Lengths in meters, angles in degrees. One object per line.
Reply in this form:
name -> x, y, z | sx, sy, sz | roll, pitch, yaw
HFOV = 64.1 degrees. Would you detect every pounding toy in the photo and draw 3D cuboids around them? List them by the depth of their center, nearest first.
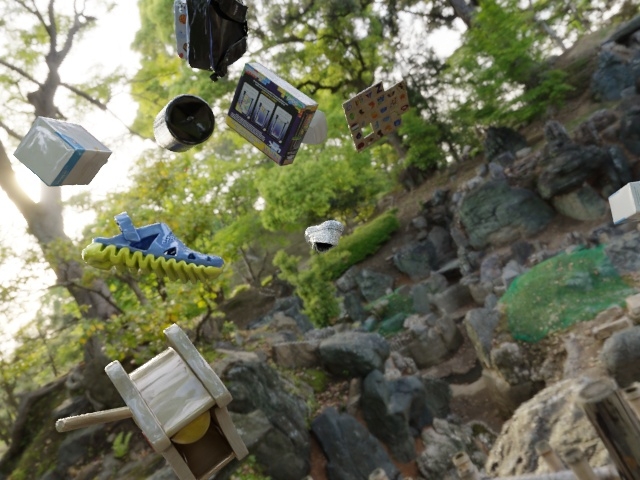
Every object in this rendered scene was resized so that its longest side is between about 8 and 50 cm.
pounding toy -> -0.178, 0.212, 0.553 | 0.155, 0.154, 0.269 | -33, -11, -25

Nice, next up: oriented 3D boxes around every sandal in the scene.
sandal -> -0.383, 0.017, 1.212 | 0.317, 0.138, 0.126 | 14, -25, -13

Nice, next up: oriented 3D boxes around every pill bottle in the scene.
pill bottle -> -0.357, -0.291, 1.310 | 0.123, 0.122, 0.219 | -29, 14, -24

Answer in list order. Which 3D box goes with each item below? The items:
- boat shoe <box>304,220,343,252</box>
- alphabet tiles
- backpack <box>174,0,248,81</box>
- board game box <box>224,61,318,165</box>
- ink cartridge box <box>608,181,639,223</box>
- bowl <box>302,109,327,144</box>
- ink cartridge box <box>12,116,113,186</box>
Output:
boat shoe -> 0.000, 0.000, 1.517 | 0.083, 0.075, 0.226 | 15, -16, -12
alphabet tiles -> 0.194, -0.429, 1.708 | 0.237, 0.198, 0.009 | -34, 43, -10
backpack -> -0.353, -0.704, 1.713 | 0.263, 0.213, 0.276 | -45, -30, -54
board game box -> -0.103, -0.257, 1.040 | 0.048, 0.170, 0.141 | -25, -30, -52
ink cartridge box -> 0.552, -0.067, 0.830 | 0.122, 0.052, 0.088 | -7, -12, 8
bowl -> -0.052, -0.354, 1.611 | 0.142, 0.053, 0.142 | 11, -24, 11
ink cartridge box -> -0.476, -0.163, 0.966 | 0.090, 0.092, 0.143 | -49, -2, 10
